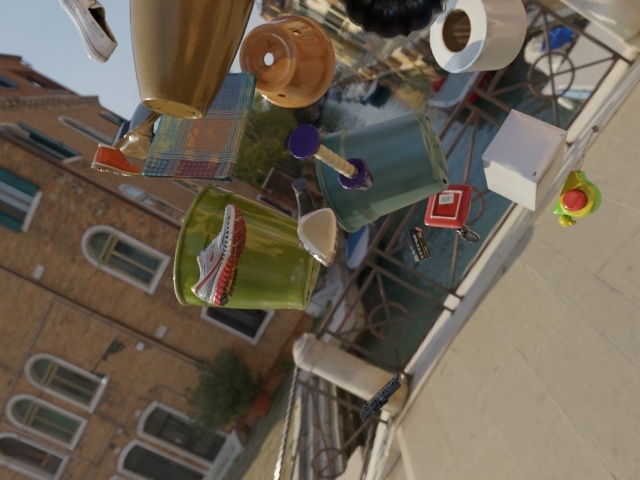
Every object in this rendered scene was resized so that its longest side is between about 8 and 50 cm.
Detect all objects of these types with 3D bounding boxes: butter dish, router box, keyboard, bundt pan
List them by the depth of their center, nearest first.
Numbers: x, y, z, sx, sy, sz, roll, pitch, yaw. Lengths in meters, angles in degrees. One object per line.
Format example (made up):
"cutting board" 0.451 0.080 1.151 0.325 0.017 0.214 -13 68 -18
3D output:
"bundt pan" 0.211 -0.751 1.496 0.331 0.330 0.124 -54 21 40
"router box" 0.278 0.013 1.504 0.038 0.092 0.122 -19 -6 5
"keyboard" 0.189 0.494 1.661 0.180 0.023 0.108 -50 3 18
"butter dish" 0.475 -0.113 1.890 0.160 0.118 0.160 7 80 42

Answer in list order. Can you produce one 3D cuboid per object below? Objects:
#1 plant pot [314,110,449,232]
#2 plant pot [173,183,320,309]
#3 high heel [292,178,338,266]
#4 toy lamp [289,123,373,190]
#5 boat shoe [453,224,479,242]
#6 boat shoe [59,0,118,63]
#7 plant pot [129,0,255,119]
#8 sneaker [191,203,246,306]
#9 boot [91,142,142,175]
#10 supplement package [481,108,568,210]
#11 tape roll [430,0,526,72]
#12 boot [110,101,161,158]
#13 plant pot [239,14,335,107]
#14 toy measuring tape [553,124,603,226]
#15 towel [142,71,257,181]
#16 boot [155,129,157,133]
"plant pot" 0.207 -0.234 1.667 0.334 0.341 0.341 -17 32 25
"plant pot" -0.183 0.050 1.535 0.366 0.353 0.367 12 -90 -83
"high heel" 0.000 0.000 1.232 0.186 0.093 0.261 75 177 -49
"toy lamp" 0.035 -0.166 1.142 0.274 0.080 0.080 18 -76 -56
"boat shoe" 0.604 -0.029 2.207 0.038 0.125 0.046 -39 -19 -55
"boat shoe" -0.534 -0.526 1.233 0.075 0.226 0.083 -29 -3 19
"plant pot" -0.258 -0.371 1.006 0.237 0.237 0.254 177 101 -79
"sneaker" -0.226 0.026 1.163 0.088 0.092 0.225 48 -125 -78
"boot" -0.595 -0.236 1.570 0.059 0.158 0.085 6 86 35
"supplement package" 0.628 -0.239 1.628 0.175 0.177 0.293 -58 -24 0
"tape roll" 0.480 -0.646 1.627 0.246 0.169 0.246 34 131 52
"boot" -0.553 -0.350 1.673 0.305 0.115 0.112 -24 48 46
"plant pot" -0.123 -0.563 1.662 0.291 0.291 0.203 -57 -10 25
"toy measuring tape" 0.834 -0.185 1.640 0.121 0.121 0.330 -81 5 -64
"towel" -0.340 -0.336 1.517 0.040 0.271 0.370 71 -155 -62
"boot" -0.436 -0.360 1.852 0.263 0.229 0.091 -48 -11 7
